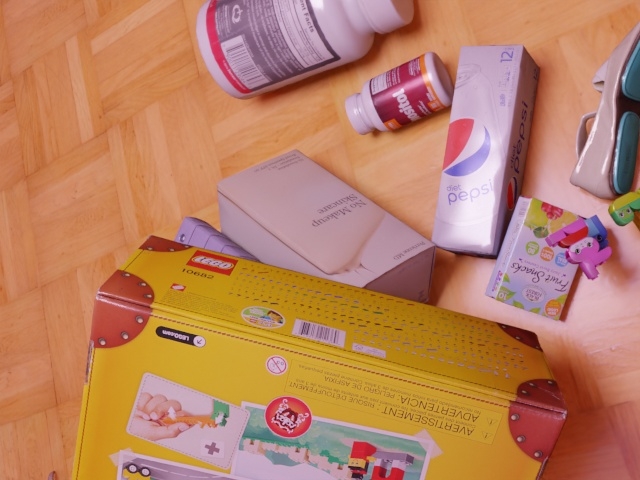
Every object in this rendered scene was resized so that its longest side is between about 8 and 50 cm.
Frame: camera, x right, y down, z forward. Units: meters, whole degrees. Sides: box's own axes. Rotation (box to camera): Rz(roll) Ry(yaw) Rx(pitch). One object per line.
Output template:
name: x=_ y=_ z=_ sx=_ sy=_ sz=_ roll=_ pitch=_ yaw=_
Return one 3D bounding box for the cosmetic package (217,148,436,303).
cosmetic package: x=0.000 y=0.000 z=1.049 sx=0.309 sy=0.160 sz=0.113 roll=36 pitch=141 yaw=36

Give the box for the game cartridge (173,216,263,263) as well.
game cartridge: x=-0.199 y=0.167 z=1.072 sx=0.230 sy=0.068 sz=0.355 roll=33 pitch=101 yaw=43

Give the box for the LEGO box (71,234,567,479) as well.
LEGO box: x=-0.022 y=0.248 z=0.858 sx=0.500 sy=0.193 sz=0.373 roll=15 pitch=110 yaw=1

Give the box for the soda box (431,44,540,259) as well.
soda box: x=0.231 y=-0.121 z=1.003 sx=0.091 sy=0.098 sz=0.286 roll=8 pitch=87 yaw=31

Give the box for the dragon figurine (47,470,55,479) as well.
dragon figurine: x=-0.474 y=0.572 z=1.316 sx=0.289 sy=0.085 sz=0.144 roll=43 pitch=104 yaw=26

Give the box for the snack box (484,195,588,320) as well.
snack box: x=0.289 y=0.023 z=0.950 sx=0.100 sy=0.037 sz=0.141 roll=19 pitch=93 yaw=-14

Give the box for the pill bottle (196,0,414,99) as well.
pill bottle: x=-0.023 y=-0.351 z=1.139 sx=0.318 sy=0.176 sz=0.176 roll=-13 pitch=76 yaw=27

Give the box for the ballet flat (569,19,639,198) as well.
ballet flat: x=0.384 y=-0.178 z=0.939 sx=0.086 sy=0.086 sz=0.249 roll=16 pitch=92 yaw=31

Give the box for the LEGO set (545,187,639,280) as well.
LEGO set: x=0.395 y=-0.010 z=0.890 sx=0.227 sy=0.087 sz=0.093 roll=-28 pitch=77 yaw=-2

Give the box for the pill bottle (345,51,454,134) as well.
pill bottle: x=0.118 y=-0.217 z=1.090 sx=0.152 sy=0.086 sz=0.086 roll=-21 pitch=73 yaw=27
